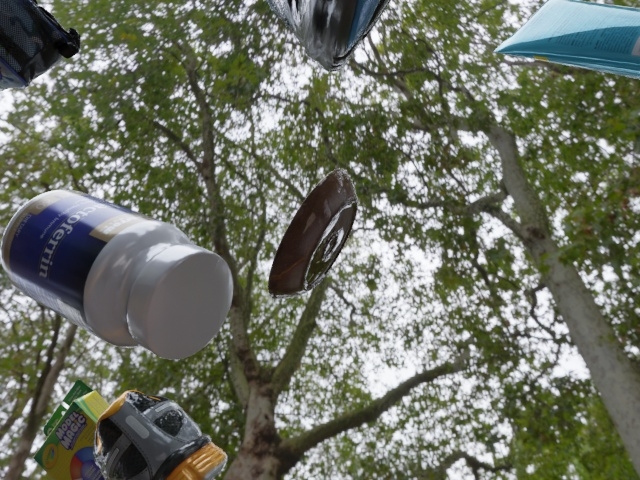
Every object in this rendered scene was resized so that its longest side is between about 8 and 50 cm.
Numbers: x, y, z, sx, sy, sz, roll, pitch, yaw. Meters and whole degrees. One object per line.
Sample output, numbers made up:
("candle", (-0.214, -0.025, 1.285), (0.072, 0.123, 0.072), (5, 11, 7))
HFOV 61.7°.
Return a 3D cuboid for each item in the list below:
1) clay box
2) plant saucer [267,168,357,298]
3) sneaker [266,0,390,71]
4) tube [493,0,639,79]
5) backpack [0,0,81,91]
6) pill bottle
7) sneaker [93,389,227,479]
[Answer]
("clay box", (-0.326, 0.327, 0.791), (0.222, 0.053, 0.127), (40, -76, 9))
("plant saucer", (0.000, 0.000, 0.720), (0.036, 0.198, 0.198), (29, -57, 16))
("sneaker", (-0.011, -0.238, 0.475), (0.140, 0.341, 0.125), (34, -81, -15))
("tube", (0.254, -0.181, 0.479), (0.080, 0.207, 0.052), (-41, -51, -3))
("backpack", (-0.234, -0.147, 0.335), (0.105, 0.084, 0.114), (13, -35, 40))
("pill bottle", (-0.244, 0.037, 0.643), (0.265, 0.153, 0.153), (17, -51, 30))
("sneaker", (-0.136, 0.162, 0.421), (0.083, 0.084, 0.215), (46, -35, 0))
